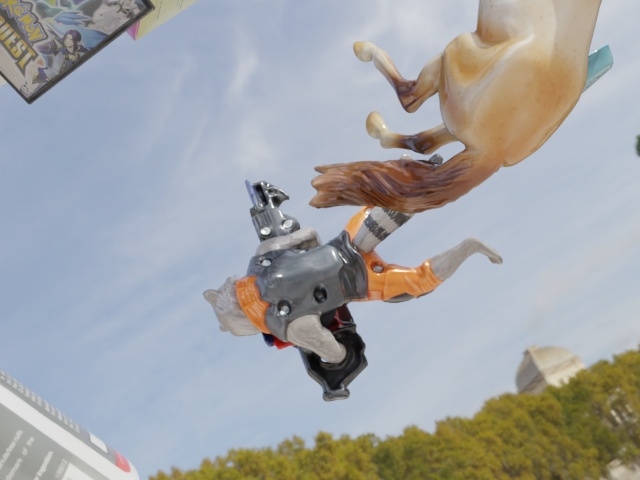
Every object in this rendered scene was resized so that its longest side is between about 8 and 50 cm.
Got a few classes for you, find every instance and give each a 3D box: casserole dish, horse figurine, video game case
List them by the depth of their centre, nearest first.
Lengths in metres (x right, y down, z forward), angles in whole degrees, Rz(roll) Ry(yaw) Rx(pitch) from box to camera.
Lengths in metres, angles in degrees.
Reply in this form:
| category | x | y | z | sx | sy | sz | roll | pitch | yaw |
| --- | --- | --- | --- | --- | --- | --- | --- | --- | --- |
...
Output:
| category | x | y | z | sx | sy | sz | roll | pitch | yaw |
| --- | --- | --- | --- | --- | --- | --- | --- | --- | --- |
| horse figurine | 0.089 | -0.118 | 0.375 | 0.066 | 0.174 | 0.263 | 18 | -81 | -35 |
| video game case | -0.418 | -0.374 | 1.060 | 0.248 | 0.035 | 0.275 | -39 | -49 | -4 |
| casserole dish | 0.417 | -0.257 | 1.220 | 0.114 | 0.037 | 0.188 | -34 | -5 | -10 |

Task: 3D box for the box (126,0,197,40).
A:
| category | x | y | z | sx | sy | sz | roll | pitch | yaw |
| --- | --- | --- | --- | --- | --- | --- | --- | --- | --- |
| box | -0.254 | -0.499 | 1.271 | 0.243 | 0.117 | 0.213 | -42 | 1 | -26 |

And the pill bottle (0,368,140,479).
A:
| category | x | y | z | sx | sy | sz | roll | pitch | yaw |
| --- | --- | --- | --- | --- | --- | --- | --- | --- | --- |
| pill bottle | -0.358 | 0.193 | 0.644 | 0.210 | 0.210 | 0.363 | -39 | -69 | 16 |

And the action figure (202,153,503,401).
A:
| category | x | y | z | sx | sy | sz | roll | pitch | yaw |
| --- | --- | --- | --- | --- | --- | --- | --- | --- | --- |
| action figure | 0.000 | 0.000 | 0.915 | 0.330 | 0.341 | 0.178 | -31 | -28 | -3 |

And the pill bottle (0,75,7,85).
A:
| category | x | y | z | sx | sy | sz | roll | pitch | yaw |
| --- | --- | --- | --- | --- | --- | --- | --- | --- | --- |
| pill bottle | -0.647 | -0.424 | 1.238 | 0.204 | 0.361 | 0.204 | -44 | -19 | -19 |
